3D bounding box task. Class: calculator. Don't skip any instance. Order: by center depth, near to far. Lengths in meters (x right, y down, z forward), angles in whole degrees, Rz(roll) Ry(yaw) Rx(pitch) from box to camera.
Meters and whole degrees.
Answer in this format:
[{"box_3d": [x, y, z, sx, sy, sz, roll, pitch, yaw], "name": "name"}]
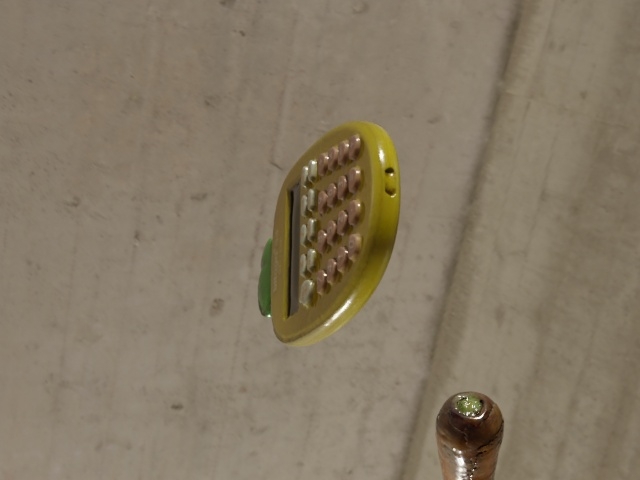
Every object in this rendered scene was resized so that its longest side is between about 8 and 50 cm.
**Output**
[{"box_3d": [0.000, 0.000, 0.692, 0.032, 0.235, 0.146, 8, -110, -19], "name": "calculator"}]

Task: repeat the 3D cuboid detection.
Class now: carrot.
[{"box_3d": [0.126, 0.190, 0.810, 0.055, 0.055, 0.161, -28, -43, -20], "name": "carrot"}]
